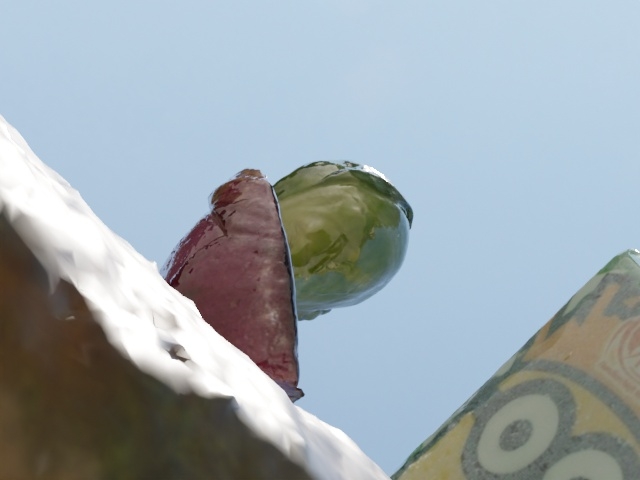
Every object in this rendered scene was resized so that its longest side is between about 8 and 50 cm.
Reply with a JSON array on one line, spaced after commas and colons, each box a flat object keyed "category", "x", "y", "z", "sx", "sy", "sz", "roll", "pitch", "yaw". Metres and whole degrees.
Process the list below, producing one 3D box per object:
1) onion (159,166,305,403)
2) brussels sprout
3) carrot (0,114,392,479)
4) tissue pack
[{"category": "onion", "x": -0.098, "y": 0.066, "z": 1.486, "sx": 0.111, "sy": 0.250, "sz": 0.247, "roll": -3, "pitch": -122, "yaw": -14}, {"category": "brussels sprout", "x": 0.005, "y": -0.004, "z": 1.738, "sx": 0.145, "sy": 0.183, "sz": 0.131, "roll": -39, "pitch": -115, "yaw": 44}, {"category": "carrot", "x": -0.139, "y": 0.071, "z": 0.474, "sx": 0.241, "sy": 0.340, "sz": 0.241, "roll": -41, "pitch": -163, "yaw": 16}, {"category": "tissue pack", "x": 0.159, "y": 0.178, "z": 1.128, "sx": 0.311, "sy": 0.128, "sz": 0.228, "roll": -43, "pitch": -146, "yaw": 0}]
